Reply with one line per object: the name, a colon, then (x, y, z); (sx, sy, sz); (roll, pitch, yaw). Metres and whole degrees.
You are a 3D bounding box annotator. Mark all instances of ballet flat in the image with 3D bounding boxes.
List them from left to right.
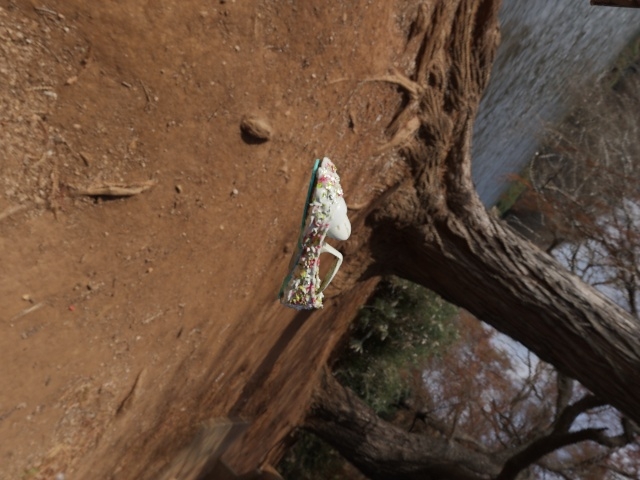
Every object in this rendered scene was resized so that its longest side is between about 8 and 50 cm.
ballet flat: (0.000, 0.000, 0.624); (0.091, 0.077, 0.241); (-73, -179, -61)

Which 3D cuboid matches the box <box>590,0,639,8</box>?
box: (0.181, -0.212, 0.078); (0.076, 0.242, 0.308); (-16, 122, -2)
